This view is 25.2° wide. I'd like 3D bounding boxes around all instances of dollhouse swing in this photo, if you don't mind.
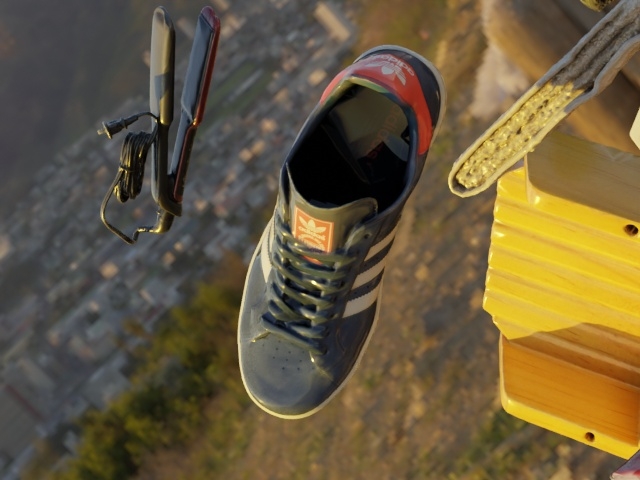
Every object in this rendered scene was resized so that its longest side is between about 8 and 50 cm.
[{"bbox_3d":[0.284,0.126,1.577,0.305,0.315,0.347,-52,-27,-42],"label":"dollhouse swing"}]

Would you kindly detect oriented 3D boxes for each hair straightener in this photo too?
[{"bbox_3d":[-0.148,-0.091,1.205,0.047,0.089,0.230,-120,38,-46],"label":"hair straightener"}]

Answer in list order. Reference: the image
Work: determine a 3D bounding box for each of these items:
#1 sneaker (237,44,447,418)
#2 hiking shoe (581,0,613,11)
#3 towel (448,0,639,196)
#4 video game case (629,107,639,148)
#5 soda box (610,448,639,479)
[{"bbox_3d":[0.000,0.000,1.229,0.148,0.131,0.350,-32,-40,-74],"label":"sneaker"},{"bbox_3d":[0.305,-0.331,1.683,0.086,0.114,0.227,-59,-9,13],"label":"hiking shoe"},{"bbox_3d":[0.248,-0.157,1.350,0.282,0.049,0.187,-45,-4,41],"label":"towel"},{"bbox_3d":[0.485,-0.105,1.611,0.036,0.329,0.300,-18,-33,-19],"label":"video game case"},{"bbox_3d":[0.328,0.116,0.980,0.263,0.083,0.092,-36,6,-24],"label":"soda box"}]
